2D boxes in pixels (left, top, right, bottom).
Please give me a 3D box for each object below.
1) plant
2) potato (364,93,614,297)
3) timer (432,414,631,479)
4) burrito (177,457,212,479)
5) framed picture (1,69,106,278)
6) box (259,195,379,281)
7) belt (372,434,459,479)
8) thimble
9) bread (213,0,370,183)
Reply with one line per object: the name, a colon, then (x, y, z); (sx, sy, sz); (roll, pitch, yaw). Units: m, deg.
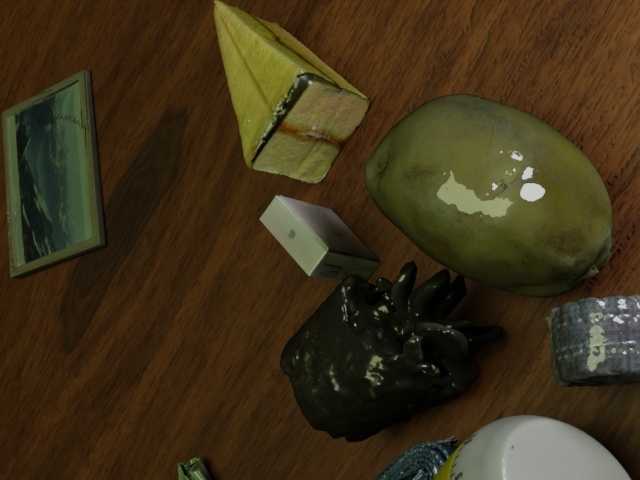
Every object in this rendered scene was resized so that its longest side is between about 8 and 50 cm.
plant: (0.092, 0.136, 1.604); (0.276, 0.199, 0.188); (-34, 58, 27)
potato: (0.210, -0.062, 1.511); (0.326, 0.243, 0.221); (39, 98, 36)
timer: (0.226, 0.367, 1.435); (0.285, 0.285, 0.285); (-7, 78, 37)
burrito: (-0.190, 0.398, 1.878); (0.074, 0.044, 0.118); (-14, 76, 39)
framed picture: (-0.496, -0.120, 2.219); (0.247, 0.022, 0.335); (-18, 71, 35)
box: (0.000, 0.000, 1.739); (0.129, 0.130, 0.051); (47, 110, 33)
belt: (0.117, 0.354, 1.589); (0.218, 0.128, 0.122); (-47, 52, 21)
thimble: (0.347, 0.120, 1.435); (0.150, 0.150, 0.097); (-12, 76, 36)
bread: (-0.079, -0.223, 1.822); (0.264, 0.168, 0.163); (45, 110, 38)
